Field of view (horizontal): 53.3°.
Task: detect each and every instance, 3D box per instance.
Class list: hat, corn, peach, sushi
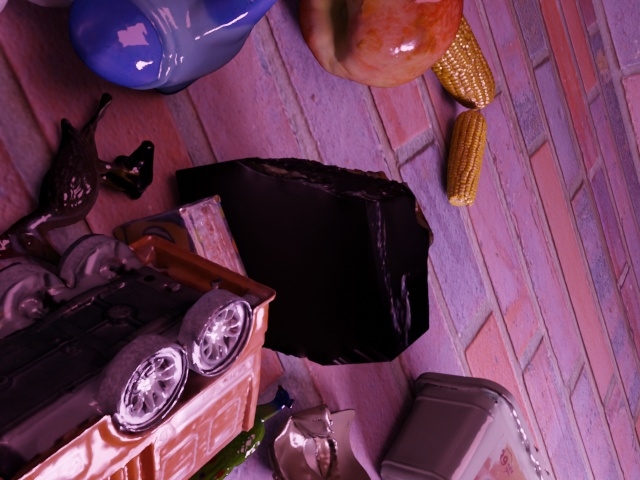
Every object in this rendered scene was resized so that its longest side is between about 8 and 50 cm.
[{"bbox_3d":[0.004,0.282,0.801,0.175,0.085,0.147,27,48,-70],"label":"hat"},{"bbox_3d":[0.234,-0.354,1.169,0.305,0.106,0.106,44,51,-38],"label":"corn"},{"bbox_3d":[0.275,-0.159,1.203,0.067,0.067,0.206,32,62,-42],"label":"corn"},{"bbox_3d":[0.100,-0.335,0.911,0.257,0.232,0.232,-27,103,-39],"label":"peach"},{"bbox_3d":[0.001,0.000,0.723,0.212,0.227,0.215,-25,107,-56],"label":"sushi"}]

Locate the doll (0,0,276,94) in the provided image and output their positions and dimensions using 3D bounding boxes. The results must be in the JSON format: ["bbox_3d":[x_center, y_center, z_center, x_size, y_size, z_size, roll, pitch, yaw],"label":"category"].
[{"bbox_3d":[-0.174,-0.272,0.600,0.366,0.187,0.376,25,82,-37],"label":"doll"}]

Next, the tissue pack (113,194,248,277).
[{"bbox_3d":[-0.131,0.038,0.646,0.060,0.109,0.148,-34,107,-51],"label":"tissue pack"}]

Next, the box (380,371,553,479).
[{"bbox_3d":[0.225,0.378,0.966,0.182,0.175,0.312,-46,117,-34],"label":"box"}]

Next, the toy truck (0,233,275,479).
[{"bbox_3d":[-0.211,0.155,0.465,0.387,0.173,0.207,-33,136,-48],"label":"toy truck"}]

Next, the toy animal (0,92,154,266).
[{"bbox_3d":[-0.231,-0.050,0.596,0.105,0.070,0.202,46,52,-17],"label":"toy animal"}]

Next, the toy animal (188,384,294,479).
[{"bbox_3d":[-0.119,0.231,0.668,0.217,0.075,0.041,-41,114,-14],"label":"toy animal"}]
